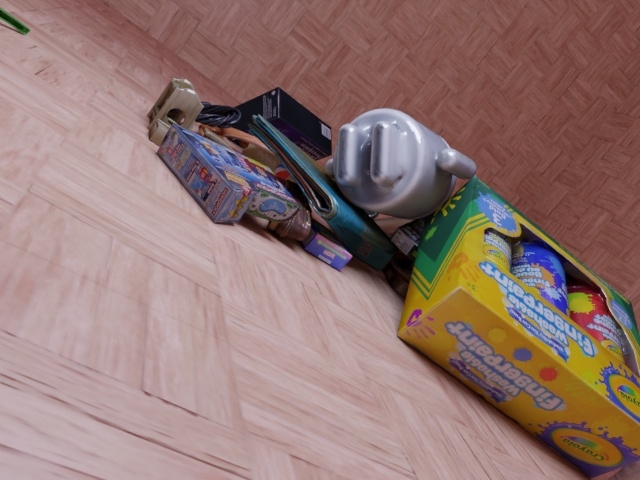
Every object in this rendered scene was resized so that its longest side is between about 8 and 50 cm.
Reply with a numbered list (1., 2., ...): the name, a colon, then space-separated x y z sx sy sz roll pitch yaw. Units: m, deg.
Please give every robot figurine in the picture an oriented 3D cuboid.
1. robot figurine: 0.161 -0.149 1.149 0.299 0.200 0.353 6 -1 30

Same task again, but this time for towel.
1. towel: 0.018 -0.096 1.142 0.271 0.040 0.370 51 10 25

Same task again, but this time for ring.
1. ring: -0.130 -0.178 1.294 0.336 0.032 0.336 29 17 -10

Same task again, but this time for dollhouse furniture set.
1. dollhouse furniture set: -0.219 -0.205 1.025 0.161 0.101 0.182 33 11 -29

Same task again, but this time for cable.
1. cable: -0.266 -0.295 1.273 0.150 0.047 0.184 3 20 -34

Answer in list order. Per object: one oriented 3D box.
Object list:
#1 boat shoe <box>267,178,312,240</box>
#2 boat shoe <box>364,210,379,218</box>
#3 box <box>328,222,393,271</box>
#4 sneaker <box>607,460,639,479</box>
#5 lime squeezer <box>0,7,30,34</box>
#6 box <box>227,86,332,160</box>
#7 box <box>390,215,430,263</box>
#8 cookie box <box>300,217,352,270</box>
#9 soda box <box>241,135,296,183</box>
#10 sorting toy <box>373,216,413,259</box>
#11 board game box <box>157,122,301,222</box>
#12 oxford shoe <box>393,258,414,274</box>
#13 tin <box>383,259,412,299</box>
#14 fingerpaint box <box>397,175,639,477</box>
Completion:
1. boat shoe: -0.051 -0.052 1.011 0.073 0.073 0.207 24 22 -10
2. boat shoe: 0.058 -0.109 1.534 0.227 0.081 0.068 18 2 1
3. box: 0.088 -0.020 1.401 0.100 0.060 0.244 32 11 -29
4. sneaker: 0.686 0.469 1.007 0.292 0.169 0.108 37 8 -11
5. lime squeezer: -0.485 -0.335 0.804 0.110 0.059 0.310 32 11 -29
6. box: -0.112 -0.307 1.594 0.261 0.184 0.103 25 59 -52
7. box: 0.272 0.024 1.228 0.191 0.045 0.184 46 36 17
8. cookie box: 0.000 0.000 1.054 0.092 0.040 0.107 33 12 -30
9. soda box: -0.118 -0.201 1.483 0.181 0.061 0.058 39 11 5
10. sorting toy: 0.265 -0.011 1.489 0.257 0.089 0.255 -8 10 -11
11. board game box: -0.134 -0.082 0.857 0.194 0.060 0.194 22 21 -37
12. oxford shoe: 0.312 0.089 1.640 0.348 0.123 0.130 38 32 16
13. tin: 0.206 0.106 1.325 0.106 0.040 0.190 32 11 -11
14. fingerpaint box: 0.389 0.140 1.032 0.444 0.163 0.371 37 37 -7
